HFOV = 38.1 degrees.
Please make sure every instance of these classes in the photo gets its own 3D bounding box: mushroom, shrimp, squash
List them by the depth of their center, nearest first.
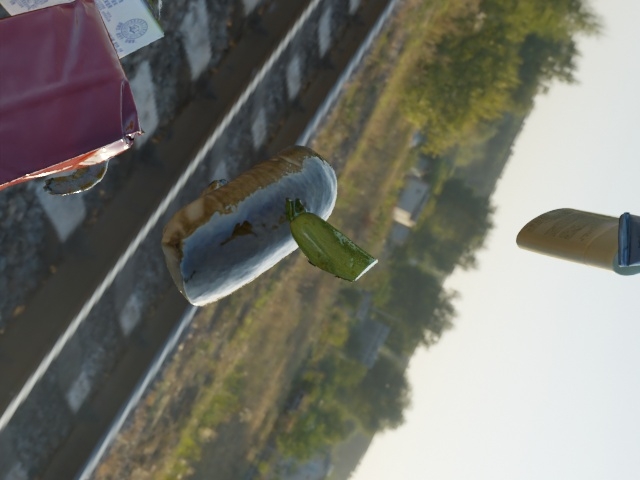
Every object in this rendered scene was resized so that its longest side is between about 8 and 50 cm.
[{"bbox_3d":[0.000,0.002,1.626,0.090,0.200,0.075,-37,161,-41],"label":"squash"},{"bbox_3d":[-0.138,-0.021,1.841,0.314,0.224,0.397,-22,-170,18],"label":"mushroom"},{"bbox_3d":[-0.516,-0.171,1.879,0.166,0.161,0.049,-42,-170,-29],"label":"shrimp"}]

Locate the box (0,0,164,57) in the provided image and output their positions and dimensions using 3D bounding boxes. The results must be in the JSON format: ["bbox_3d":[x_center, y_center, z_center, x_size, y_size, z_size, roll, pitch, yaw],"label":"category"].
[{"bbox_3d":[-0.347,-0.356,1.287,0.168,0.097,0.265,-27,153,4],"label":"box"}]

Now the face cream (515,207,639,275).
[{"bbox_3d":[0.545,-0.003,1.838,0.174,0.081,0.348,-21,-166,-15],"label":"face cream"}]

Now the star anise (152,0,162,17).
[{"bbox_3d":[-0.277,-0.497,1.507,0.346,0.237,0.148,-42,-150,-14],"label":"star anise"}]

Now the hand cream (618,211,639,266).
[{"bbox_3d":[0.580,0.003,1.388,0.055,0.256,0.088,-52,140,-64],"label":"hand cream"}]

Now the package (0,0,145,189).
[{"bbox_3d":[-0.397,-0.147,1.087,0.424,0.195,0.123,-27,-171,-39],"label":"package"}]
